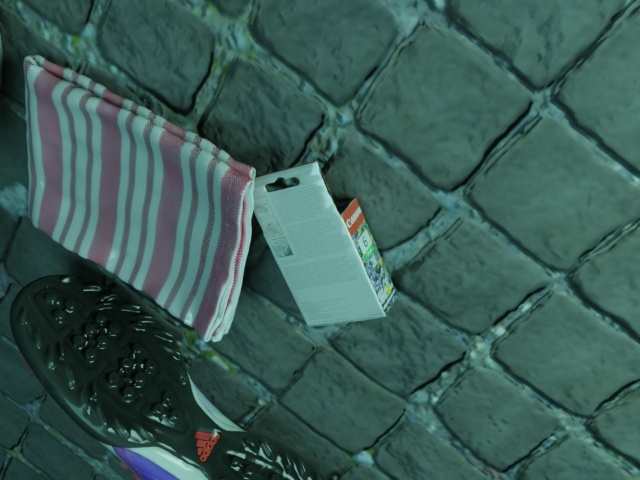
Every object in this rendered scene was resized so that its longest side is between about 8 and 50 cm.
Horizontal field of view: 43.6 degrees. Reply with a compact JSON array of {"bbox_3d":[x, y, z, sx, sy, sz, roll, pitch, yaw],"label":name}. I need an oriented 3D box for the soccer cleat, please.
[{"bbox_3d":[-0.130,0.160,0.651,0.318,0.109,0.116,42,134,-9],"label":"soccer cleat"}]

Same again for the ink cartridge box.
[{"bbox_3d":[0.000,0.000,0.523,0.062,0.029,0.115,-11,114,32],"label":"ink cartridge box"}]

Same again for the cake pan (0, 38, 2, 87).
[{"bbox_3d":[-0.344,-0.164,0.561,0.293,0.054,0.293,13,126,18],"label":"cake pan"}]

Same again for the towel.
[{"bbox_3d":[-0.134,-0.028,0.551,0.197,0.029,0.144,28,130,18],"label":"towel"}]
